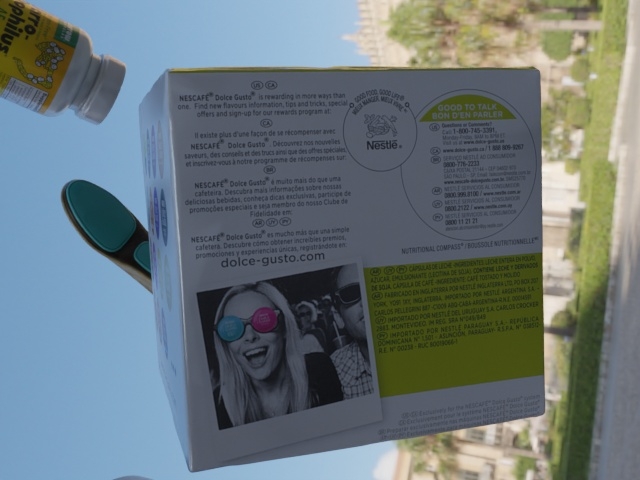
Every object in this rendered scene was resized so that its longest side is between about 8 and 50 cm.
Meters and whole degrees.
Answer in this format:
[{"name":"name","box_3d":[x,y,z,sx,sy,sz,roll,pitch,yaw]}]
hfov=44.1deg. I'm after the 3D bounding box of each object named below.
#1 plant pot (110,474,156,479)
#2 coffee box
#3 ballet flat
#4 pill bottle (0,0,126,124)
[{"name":"plant pot","box_3d":[-0.147,0.364,0.798,0.257,0.274,0.256,-18,-60,-34]},{"name":"coffee box","box_3d":[0.000,0.000,0.824,0.338,0.338,0.334,-163,70,-73]},{"name":"ballet flat","box_3d":[-0.263,0.014,1.068,0.080,0.232,0.073,-51,6,-37]},{"name":"pill bottle","box_3d":[-0.348,-0.219,0.946,0.208,0.118,0.117,24,-112,-28]}]
